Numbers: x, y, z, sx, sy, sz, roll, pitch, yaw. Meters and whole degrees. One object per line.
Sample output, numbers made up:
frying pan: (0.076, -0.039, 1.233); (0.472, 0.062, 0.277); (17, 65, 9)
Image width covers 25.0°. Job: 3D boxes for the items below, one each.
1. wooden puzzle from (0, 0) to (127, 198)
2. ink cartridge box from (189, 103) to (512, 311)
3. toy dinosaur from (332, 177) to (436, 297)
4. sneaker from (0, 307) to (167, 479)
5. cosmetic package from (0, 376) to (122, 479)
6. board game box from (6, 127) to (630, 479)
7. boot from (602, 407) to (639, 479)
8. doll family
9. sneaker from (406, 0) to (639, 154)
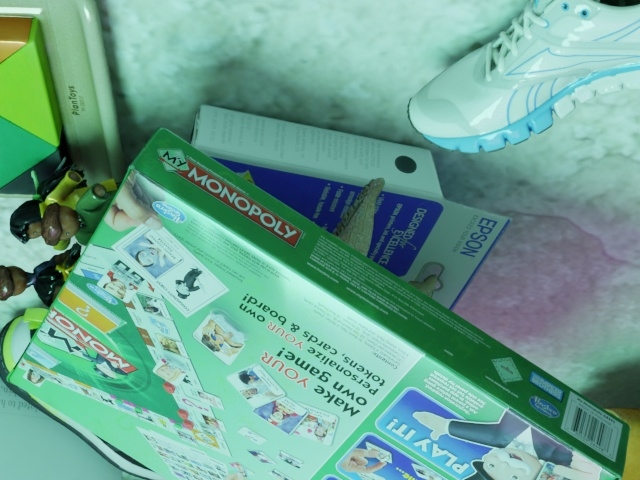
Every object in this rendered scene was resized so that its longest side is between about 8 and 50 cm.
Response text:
wooden puzzle: (-0.244, -0.086, 0.895); (0.239, 0.044, 0.221); (6, 147, 3)
ink cartridge box: (0.000, 0.000, 0.977); (0.208, 0.045, 0.206); (13, 147, -8)
toy dinosaur: (-0.038, 0.074, 0.954); (0.200, 0.127, 0.295); (14, 143, 1)
sneaker: (-0.154, 0.124, 1.164); (0.097, 0.084, 0.235); (-25, 135, 38)
cosmetic package: (-0.371, 0.223, 1.254); (0.385, 0.156, 0.217); (-23, 153, 35)
board game box: (-0.010, 0.097, 0.858); (0.317, 0.046, 0.213); (33, 132, -5)
boot: (0.309, 0.158, 1.082); (0.211, 0.104, 0.295); (18, 144, -27)
doll family: (-0.152, 0.005, 0.929); (0.111, 0.076, 0.193); (-11, 146, -20)
sneaker: (0.125, -0.111, 0.773); (0.191, 0.071, 0.083); (-21, 132, 24)
